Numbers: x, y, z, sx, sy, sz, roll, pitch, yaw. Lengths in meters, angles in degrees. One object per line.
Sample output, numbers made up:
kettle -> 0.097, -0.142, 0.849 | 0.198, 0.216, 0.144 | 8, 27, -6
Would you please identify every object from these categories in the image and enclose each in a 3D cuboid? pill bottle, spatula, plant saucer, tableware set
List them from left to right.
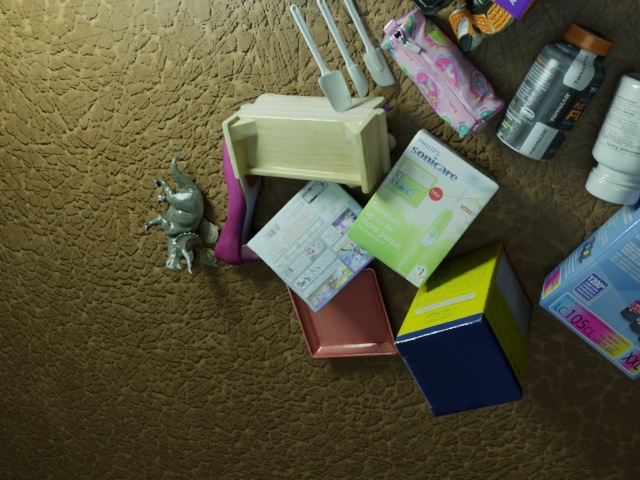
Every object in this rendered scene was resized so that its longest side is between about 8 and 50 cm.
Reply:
tableware set -> -0.354, 0.005, 1.719 | 0.141, 0.020, 0.168 | 15, 118, 14
spatula -> 0.043, -0.413, 1.283 | 0.168, 0.019, 0.242 | -30, 101, -13
plant saucer -> 0.061, 0.191, 1.618 | 0.259, 0.048, 0.258 | -8, 111, 25
pill bottle -> 0.455, -0.288, 1.166 | 0.130, 0.130, 0.245 | 29, 123, 7
pill bottle -> 0.599, -0.192, 1.152 | 0.131, 0.131, 0.229 | 18, 120, 14

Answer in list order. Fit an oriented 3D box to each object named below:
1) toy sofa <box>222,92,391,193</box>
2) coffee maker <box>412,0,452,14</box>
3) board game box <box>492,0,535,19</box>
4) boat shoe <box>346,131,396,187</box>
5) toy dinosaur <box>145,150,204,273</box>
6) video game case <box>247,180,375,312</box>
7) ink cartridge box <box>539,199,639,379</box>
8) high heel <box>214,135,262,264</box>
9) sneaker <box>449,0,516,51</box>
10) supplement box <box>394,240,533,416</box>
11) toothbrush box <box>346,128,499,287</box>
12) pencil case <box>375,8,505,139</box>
toy sofa -> -0.022, -0.227, 1.366 | 0.363, 0.177, 0.150 | 8, 128, 26
coffee maker -> 0.225, -0.486, 1.121 | 0.120, 0.178, 0.171 | 34, 133, 7
board game box -> 0.303, -0.624, 0.835 | 0.356, 0.356, 0.356 | 39, 162, 6
boat shoe -> 0.107, -0.182, 1.407 | 0.063, 0.059, 0.170 | 41, 123, 0
toy dinosaur -> -0.379, -0.082, 1.646 | 0.160, 0.121, 0.313 | 15, 95, 5
video game case -> 0.000, 0.000, 1.489 | 0.269, 0.061, 0.244 | -44, 92, 11
ink cartridge box -> 0.690, 0.061, 1.231 | 0.270, 0.151, 0.395 | 38, 121, 2
high heel -> -0.241, -0.101, 1.555 | 0.181, 0.127, 0.377 | -1, 114, 20
sneaker -> 0.326, -0.430, 1.089 | 0.121, 0.262, 0.099 | -29, 98, -2
supplement box -> 0.325, 0.182, 1.317 | 0.195, 0.356, 0.194 | -22, 104, 30
toothbrush box -> 0.224, -0.073, 1.340 | 0.206, 0.122, 0.283 | 37, 107, 3
pencil case -> 0.245, -0.343, 1.235 | 0.284, 0.124, 0.124 | 47, 123, -5
